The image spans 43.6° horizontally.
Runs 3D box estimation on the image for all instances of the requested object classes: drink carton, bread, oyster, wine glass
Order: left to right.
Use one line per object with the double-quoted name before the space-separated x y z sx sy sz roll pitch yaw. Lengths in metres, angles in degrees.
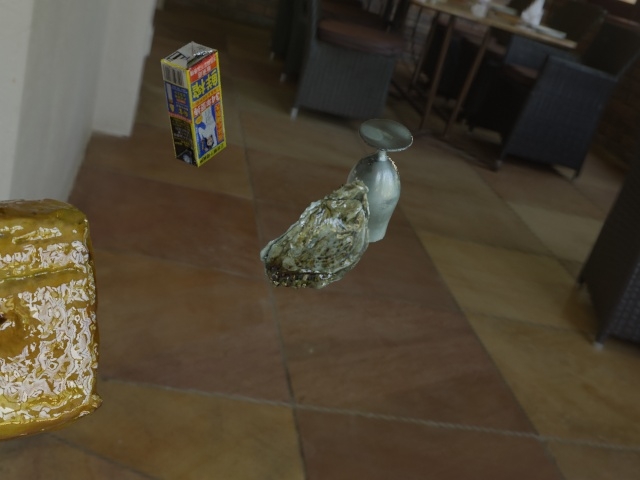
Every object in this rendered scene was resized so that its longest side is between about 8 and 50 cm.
"bread" -0.282 0.059 0.478 0.294 0.167 0.132 -3 11 -34
"drink carton" -0.183 -0.196 1.164 0.056 0.166 0.071 26 46 26
"oyster" 0.000 0.000 1.077 0.177 0.125 0.064 -29 48 2
"wine glass" 0.088 -0.093 1.313 0.093 0.202 0.093 6 40 -5
